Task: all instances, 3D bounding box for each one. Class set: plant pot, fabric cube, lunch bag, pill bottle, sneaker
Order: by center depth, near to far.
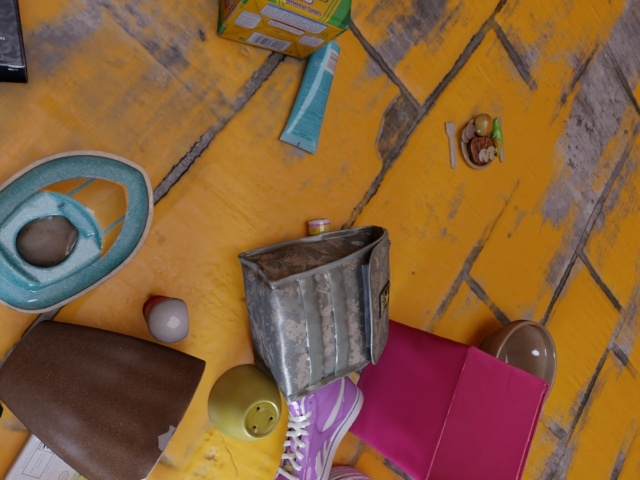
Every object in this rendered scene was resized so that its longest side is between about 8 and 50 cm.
[{"bbox_3d":[-0.322,0.216,0.664,0.230,0.215,0.215,33,76,-11],"label":"plant pot"},{"bbox_3d":[-0.122,0.299,0.822,0.134,0.095,0.134,-1,92,-29],"label":"plant pot"},{"bbox_3d":[0.022,0.114,0.840,0.287,0.169,0.235,-17,115,-29],"label":"lunch bag"},{"bbox_3d":[-0.042,0.360,0.860,0.161,0.102,0.282,49,58,-33],"label":"sneaker"},{"bbox_3d":[0.000,0.000,0.907,0.043,0.043,0.083,-9,96,-29],"label":"pill bottle"},{"bbox_3d":[0.250,0.337,0.941,0.259,0.258,0.254,29,78,-27],"label":"fabric cube"},{"bbox_3d":[0.466,0.308,1.144,0.237,0.110,0.237,-2,93,-28],"label":"plant pot"}]

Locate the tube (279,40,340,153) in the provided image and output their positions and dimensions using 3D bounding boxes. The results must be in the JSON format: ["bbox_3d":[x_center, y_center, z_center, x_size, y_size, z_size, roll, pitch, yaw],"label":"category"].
[{"bbox_3d":[-0.014,-0.279,0.888,0.080,0.052,0.207,16,89,-24],"label":"tube"}]

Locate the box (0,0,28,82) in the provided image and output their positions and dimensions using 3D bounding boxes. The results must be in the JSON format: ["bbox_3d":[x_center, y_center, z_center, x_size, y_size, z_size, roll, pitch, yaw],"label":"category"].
[{"bbox_3d":[-0.479,-0.297,0.598,0.156,0.093,0.158,-7,96,-29],"label":"box"}]

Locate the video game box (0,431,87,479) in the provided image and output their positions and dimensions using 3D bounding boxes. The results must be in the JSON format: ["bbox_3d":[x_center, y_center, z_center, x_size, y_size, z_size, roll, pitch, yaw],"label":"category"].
[{"bbox_3d":[-0.395,0.404,0.702,0.187,0.048,0.205,33,77,-25],"label":"video game box"}]

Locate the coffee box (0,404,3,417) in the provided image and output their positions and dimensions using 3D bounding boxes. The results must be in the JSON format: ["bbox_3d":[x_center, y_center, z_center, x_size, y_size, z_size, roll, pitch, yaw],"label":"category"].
[{"bbox_3d":[-0.531,0.189,0.620,0.113,0.040,0.184,-28,105,-25],"label":"coffee box"}]

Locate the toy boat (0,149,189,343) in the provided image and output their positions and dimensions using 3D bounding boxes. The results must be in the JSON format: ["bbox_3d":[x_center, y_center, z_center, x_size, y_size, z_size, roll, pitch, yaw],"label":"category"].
[{"bbox_3d":[-0.315,0.025,0.673,0.267,0.148,0.318,-48,112,-19],"label":"toy boat"}]

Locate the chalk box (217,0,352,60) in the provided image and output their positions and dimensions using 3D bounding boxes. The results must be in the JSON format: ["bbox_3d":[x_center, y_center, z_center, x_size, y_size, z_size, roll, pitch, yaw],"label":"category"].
[{"bbox_3d":[-0.055,-0.492,0.778,0.180,0.179,0.289,4,90,-30],"label":"chalk box"}]

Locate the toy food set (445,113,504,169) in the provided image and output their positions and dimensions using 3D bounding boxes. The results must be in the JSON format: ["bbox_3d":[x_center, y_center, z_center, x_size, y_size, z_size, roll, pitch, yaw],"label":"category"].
[{"bbox_3d":[0.391,-0.239,1.118,0.192,0.038,0.132,-13,99,-28],"label":"toy food set"}]

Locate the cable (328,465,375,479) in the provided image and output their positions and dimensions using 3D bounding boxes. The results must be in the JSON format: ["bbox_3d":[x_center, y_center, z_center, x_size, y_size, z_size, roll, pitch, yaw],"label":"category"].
[{"bbox_3d":[0.031,0.592,0.926,0.257,0.089,0.257,-37,110,-24],"label":"cable"}]
